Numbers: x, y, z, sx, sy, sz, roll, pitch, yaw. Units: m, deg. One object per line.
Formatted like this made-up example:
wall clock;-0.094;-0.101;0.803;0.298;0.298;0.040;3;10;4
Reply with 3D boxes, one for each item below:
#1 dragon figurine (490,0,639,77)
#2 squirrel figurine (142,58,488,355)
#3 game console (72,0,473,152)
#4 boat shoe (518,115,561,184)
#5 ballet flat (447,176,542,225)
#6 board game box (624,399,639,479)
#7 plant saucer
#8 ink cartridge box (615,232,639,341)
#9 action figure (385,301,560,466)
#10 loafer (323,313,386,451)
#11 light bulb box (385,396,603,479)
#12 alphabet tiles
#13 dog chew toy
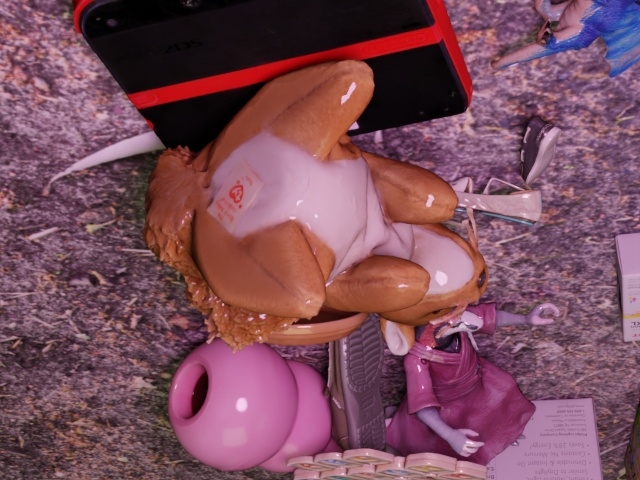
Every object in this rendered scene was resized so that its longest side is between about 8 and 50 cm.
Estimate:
dragon figurine;0.306;-0.235;1.340;0.144;0.085;0.289;18;139;-22
squirrel figurine;0.000;0.000;1.523;0.397;0.281;0.370;-6;160;39
game console;-0.049;-0.218;1.410;0.386;0.060;0.342;-10;149;16
boat shoe;0.264;-0.111;1.553;0.038;0.046;0.125;42;164;16
ballet flat;0.204;-0.057;1.617;0.168;0.052;0.057;10;-178;17
board game box;0.602;0.364;2.110;0.142;0.144;0.275;-1;143;5
plant saucer;-0.030;0.106;1.747;0.199;0.200;0.037;0;102;1
ink cartridge box;0.482;0.063;1.758;0.127;0.072;0.175;-7;143;10
action figure;0.196;0.185;1.896;0.275;0.248;0.370;25;149;38
loafer;0.038;0.209;1.883;0.087;0.251;0.094;9;-163;43
light bulb box;0.289;0.473;2.085;0.357;0.361;0.225;-3;144;7
alphabet tiles;0.101;0.350;1.883;0.284;0.021;0.278;-16;152;42
dog chew toy;-0.072;0.268;1.963;0.331;0.207;0.206;20;141;-38
